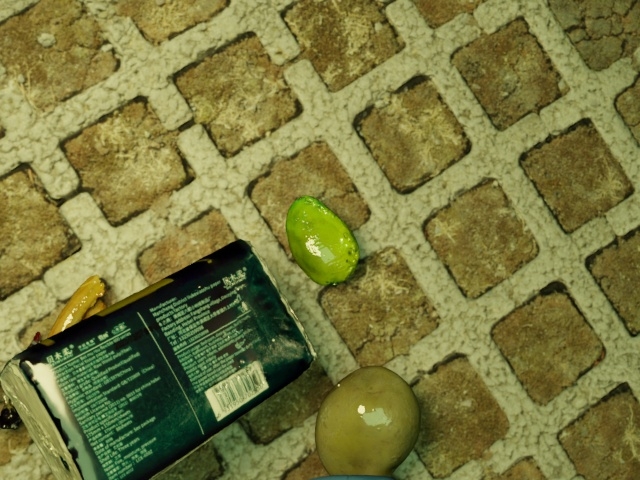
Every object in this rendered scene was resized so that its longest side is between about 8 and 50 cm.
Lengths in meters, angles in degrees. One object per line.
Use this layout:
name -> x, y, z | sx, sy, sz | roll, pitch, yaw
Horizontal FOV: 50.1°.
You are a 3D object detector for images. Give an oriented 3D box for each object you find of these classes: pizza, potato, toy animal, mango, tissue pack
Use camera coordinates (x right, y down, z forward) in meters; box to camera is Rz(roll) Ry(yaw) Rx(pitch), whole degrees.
pizza -> -0.427, 0.197, 1.212 | 0.134, 0.056, 0.271 | 35, 73, -46
potato -> 0.083, 0.344, 1.244 | 0.178, 0.160, 0.235 | 16, 100, 31
toy animal -> -0.547, 0.256, 1.220 | 0.105, 0.070, 0.202 | 25, 85, 20
mango -> 0.000, 0.000, 1.284 | 0.119, 0.100, 0.178 | -29, 85, -1
tissue pack -> -0.254, 0.211, 1.093 | 0.416, 0.253, 0.264 | -30, 88, -36

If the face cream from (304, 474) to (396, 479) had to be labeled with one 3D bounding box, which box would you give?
face cream -> 0.024, 0.466, 1.196 | 0.149, 0.264, 0.083 | 50, 41, -23
